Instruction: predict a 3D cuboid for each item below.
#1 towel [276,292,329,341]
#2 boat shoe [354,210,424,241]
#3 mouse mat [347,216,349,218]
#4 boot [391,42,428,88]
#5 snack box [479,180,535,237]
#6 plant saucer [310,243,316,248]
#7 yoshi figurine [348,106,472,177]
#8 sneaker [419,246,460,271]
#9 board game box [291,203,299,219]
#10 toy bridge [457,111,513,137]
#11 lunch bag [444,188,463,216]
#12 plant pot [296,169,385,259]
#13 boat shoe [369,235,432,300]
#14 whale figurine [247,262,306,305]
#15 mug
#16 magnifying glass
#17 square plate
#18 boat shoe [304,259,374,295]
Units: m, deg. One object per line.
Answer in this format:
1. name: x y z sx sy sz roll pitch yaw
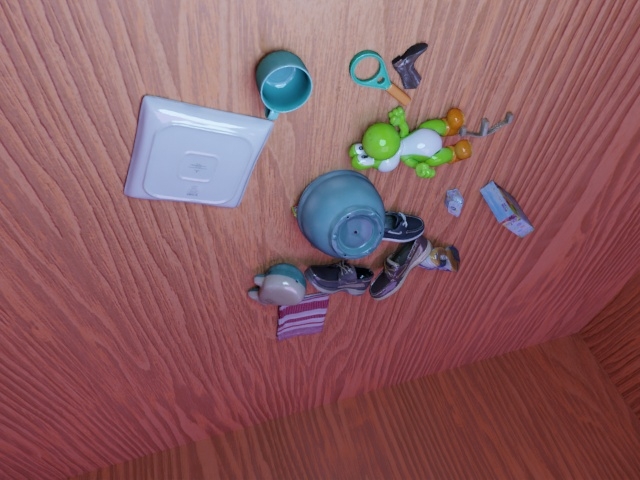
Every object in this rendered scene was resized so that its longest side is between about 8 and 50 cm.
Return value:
1. towel: -0.083 0.357 2.181 0.237 0.037 0.329 -10 142 -15
2. boat shoe: 0.267 -0.058 1.747 0.303 0.114 0.091 -9 145 -24
3. mouse mat: 0.132 -0.092 1.734 0.153 0.007 0.189 -25 144 6
4. boot: 0.261 -0.471 1.283 0.106 0.037 0.114 -21 143 24
5. snack box: 0.732 -0.120 1.840 0.070 0.174 0.207 -38 141 28
6. plant saucer: 0.000 0.000 1.780 0.084 0.015 0.083 -13 143 -10
7. yoshi figurine: 0.269 -0.292 1.407 0.362 0.203 0.203 -12 127 -7
8. sneaker: 0.516 0.081 2.079 0.131 0.111 0.296 -9 164 38
9. board game box: -0.026 -0.070 1.654 0.092 0.043 0.181 -24 143 4
10. toy bridge: 0.541 -0.372 1.553 0.188 0.026 0.063 -17 145 -5
11. lunch bag: 0.508 -0.142 1.783 0.053 0.083 0.071 -15 144 -8
12. plant pot: 0.089 -0.057 1.516 0.293 0.196 0.293 -8 120 -15
13. boat shoe: 0.311 0.103 1.959 0.342 0.123 0.123 -46 128 13
14. whale figurine: -0.170 0.178 1.853 0.216 0.141 0.272 33 143 -26
15. mug: -0.105 -0.391 1.162 0.158 0.097 0.129 -31 143 16
16. magnifying glass: 0.170 -0.436 1.289 0.231 0.026 0.092 22 128 -41
17. square plate: -0.341 -0.217 1.314 0.347 0.049 0.344 5 136 -29
18. boat shoe: 0.083 0.134 1.919 0.355 0.132 0.130 10 125 -47
